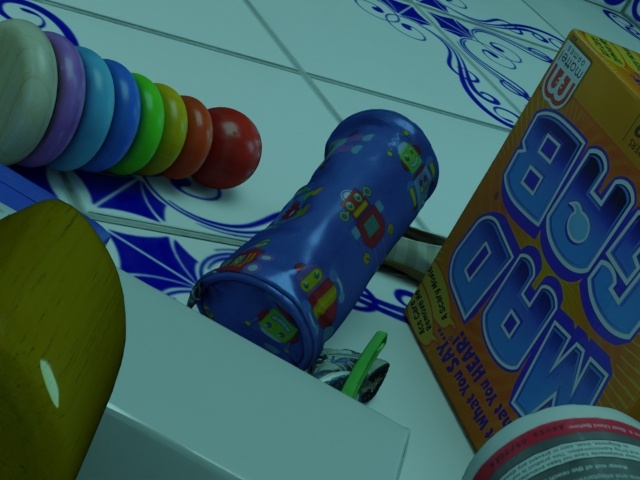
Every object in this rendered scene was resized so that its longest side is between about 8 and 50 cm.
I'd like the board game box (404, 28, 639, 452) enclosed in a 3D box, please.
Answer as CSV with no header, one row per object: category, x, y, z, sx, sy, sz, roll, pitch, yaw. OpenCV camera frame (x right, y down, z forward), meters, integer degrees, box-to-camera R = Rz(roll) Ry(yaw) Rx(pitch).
board game box,0.360,0.074,1.287,0.356,0.356,0.356,16,27,-27

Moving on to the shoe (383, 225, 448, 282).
shoe,0.068,-0.008,1.492,0.219,0.058,0.076,23,25,-14

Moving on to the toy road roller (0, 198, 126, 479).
toy road roller,-0.178,0.127,0.613,0.329,0.240,0.202,60,17,-20

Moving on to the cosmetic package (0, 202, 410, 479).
cosmetic package,-0.152,0.133,0.815,0.365,0.197,0.155,30,24,-3

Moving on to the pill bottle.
pill bottle,0.213,0.277,0.953,0.176,0.176,0.318,21,25,-18

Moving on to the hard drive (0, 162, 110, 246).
hard drive,-0.325,0.003,1.066,0.210,0.040,0.318,31,24,4

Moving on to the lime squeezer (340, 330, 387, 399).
lime squeezer,0.036,0.176,1.055,0.110,0.059,0.310,-17,39,-2

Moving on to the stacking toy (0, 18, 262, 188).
stacking toy,-0.191,-0.122,1.357,0.330,0.141,0.141,9,31,-44

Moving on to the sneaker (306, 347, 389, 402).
sneaker,0.007,0.125,1.193,0.058,0.052,0.135,28,15,23

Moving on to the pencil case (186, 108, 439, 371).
pencil case,0.000,0.000,1.238,0.119,0.133,0.306,53,44,-14
